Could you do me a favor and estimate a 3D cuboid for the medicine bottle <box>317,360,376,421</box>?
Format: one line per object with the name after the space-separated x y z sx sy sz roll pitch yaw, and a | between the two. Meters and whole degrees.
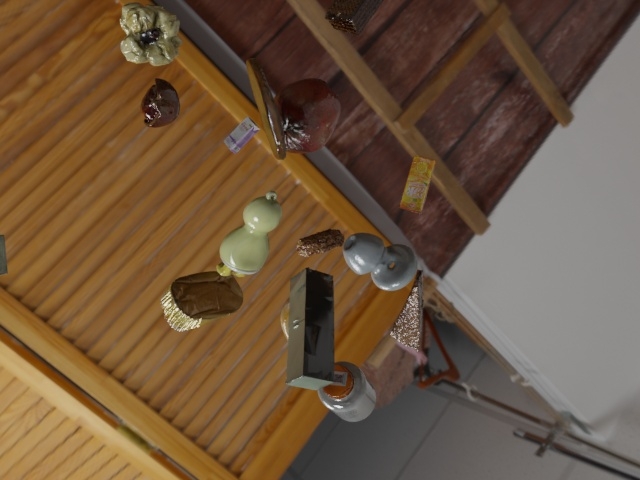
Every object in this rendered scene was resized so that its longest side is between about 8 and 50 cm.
0.081 0.476 1.863 0.157 0.157 0.289 -48 152 -11 | medicine bottle

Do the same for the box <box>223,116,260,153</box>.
-0.254 -0.339 1.883 0.117 0.050 0.036 -45 154 8 | box

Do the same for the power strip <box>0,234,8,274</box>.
-0.866 0.062 1.538 0.042 0.175 0.075 -6 -179 19 | power strip

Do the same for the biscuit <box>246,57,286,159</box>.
-0.163 -0.400 1.791 0.040 0.318 0.318 -18 -168 -7 | biscuit

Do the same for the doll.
-0.188 -0.016 1.607 0.296 0.141 0.117 -63 -144 22 | doll

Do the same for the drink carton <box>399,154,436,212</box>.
0.399 -0.229 2.407 0.071 0.096 0.223 29 77 -81 | drink carton

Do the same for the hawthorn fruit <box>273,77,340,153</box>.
-0.032 -0.449 2.067 0.300 0.254 0.254 -33 -175 -35 | hawthorn fruit

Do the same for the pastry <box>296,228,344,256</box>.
0.001 0.002 1.963 0.169 0.063 0.087 -21 -131 -10 | pastry

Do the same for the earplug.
0.248 0.080 2.462 0.214 0.325 0.175 -62 165 -14 | earplug

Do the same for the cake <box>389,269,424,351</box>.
0.315 0.241 2.062 0.116 0.112 0.295 -60 158 -58 | cake

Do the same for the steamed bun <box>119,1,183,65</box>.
-0.499 -0.604 1.750 0.106 0.192 0.177 59 -40 41 | steamed bun

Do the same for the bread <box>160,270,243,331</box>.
-0.444 0.226 2.183 0.288 0.204 0.156 -17 164 -41 | bread

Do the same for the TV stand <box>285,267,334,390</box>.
-0.023 0.206 1.386 0.083 0.088 0.269 -40 -138 47 | TV stand

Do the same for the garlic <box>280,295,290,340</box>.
-0.036 0.242 1.747 0.164 0.145 0.245 35 -56 42 | garlic

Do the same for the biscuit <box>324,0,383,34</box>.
0.162 -0.781 1.749 0.107 0.073 0.388 27 -103 34 | biscuit

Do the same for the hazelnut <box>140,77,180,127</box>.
-0.675 -0.576 2.451 0.160 0.202 0.170 -20 -153 -36 | hazelnut
